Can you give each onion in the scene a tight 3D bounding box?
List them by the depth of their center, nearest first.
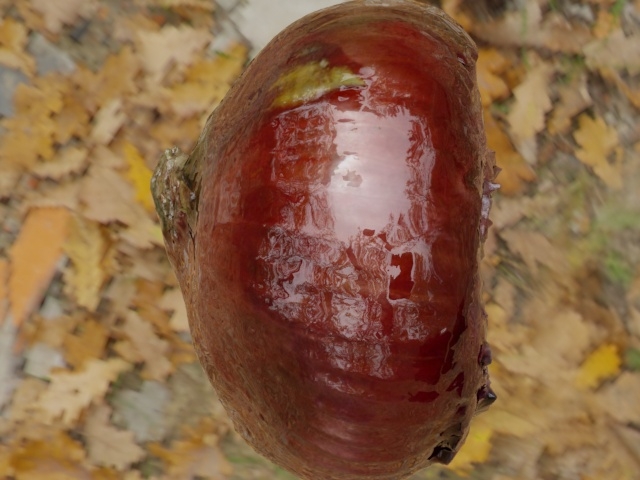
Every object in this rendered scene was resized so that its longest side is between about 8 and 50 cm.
[{"bbox_3d":[0.011,0.004,0.873,0.161,0.248,0.248,-15,73,-4],"label":"onion"}]
